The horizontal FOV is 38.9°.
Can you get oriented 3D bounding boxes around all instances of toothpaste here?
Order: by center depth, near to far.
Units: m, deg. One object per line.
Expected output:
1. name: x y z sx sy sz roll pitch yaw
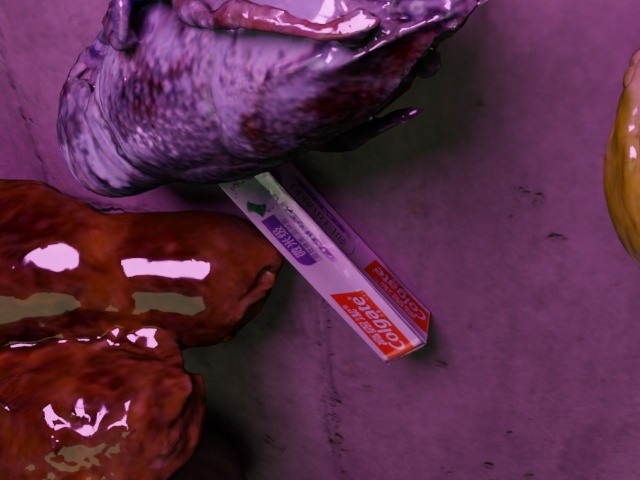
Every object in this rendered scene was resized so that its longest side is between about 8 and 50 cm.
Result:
1. toothpaste: 0.000 0.000 0.607 0.040 0.047 0.196 -32 111 28

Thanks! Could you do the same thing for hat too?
1. hat: -0.146 0.182 0.851 0.175 0.085 0.147 48 151 13

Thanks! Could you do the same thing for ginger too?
1. ginger: -0.248 0.064 0.661 0.419 0.254 0.176 14 169 15

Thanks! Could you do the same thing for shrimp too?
1. shrimp: -0.038 -0.114 0.438 0.172 0.137 0.372 34 142 -31

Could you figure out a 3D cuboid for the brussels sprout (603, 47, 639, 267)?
1. brussels sprout: 0.199 -0.038 0.409 0.155 0.117 0.155 6 113 14
